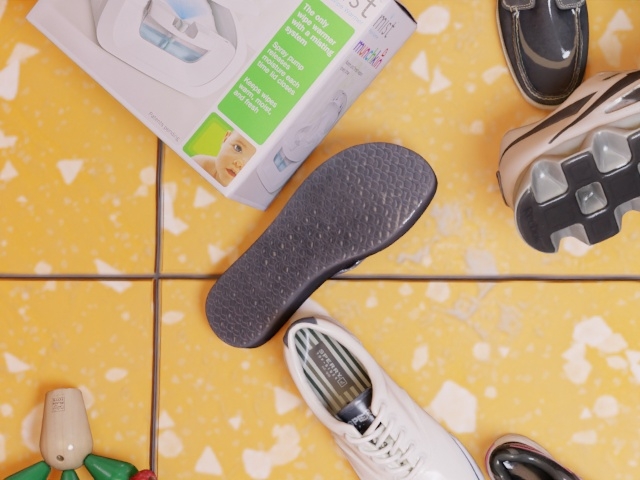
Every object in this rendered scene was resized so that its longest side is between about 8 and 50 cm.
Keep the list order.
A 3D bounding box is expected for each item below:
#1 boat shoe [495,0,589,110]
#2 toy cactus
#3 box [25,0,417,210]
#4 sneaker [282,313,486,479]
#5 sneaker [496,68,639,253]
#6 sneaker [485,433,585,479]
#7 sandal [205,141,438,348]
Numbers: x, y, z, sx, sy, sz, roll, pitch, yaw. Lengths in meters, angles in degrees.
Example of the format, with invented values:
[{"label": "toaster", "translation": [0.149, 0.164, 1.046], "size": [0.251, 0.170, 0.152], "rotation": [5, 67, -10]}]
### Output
[{"label": "boat shoe", "translation": [0.193, -0.232, 1.486], "size": [0.084, 0.079, 0.233], "rotation": [-3, 86, 11]}, {"label": "toy cactus", "translation": [-0.239, 0.227, 1.542], "size": [0.219, 0.112, 0.180], "rotation": [-13, 73, 20]}, {"label": "box", "translation": [-0.086, -0.199, 1.524], "size": [0.262, 0.127, 0.231], "rotation": [42, 97, 14]}, {"label": "sneaker", "translation": [0.050, 0.172, 1.475], "size": [0.094, 0.091, 0.258], "rotation": [-45, 77, 6]}, {"label": "sneaker", "translation": [0.303, -0.111, 1.424], "size": [0.330, 0.146, 0.122], "rotation": [-18, 125, 1]}, {"label": "sneaker", "translation": [0.214, 0.234, 1.440], "size": [0.178, 0.077, 0.072], "rotation": [28, 93, 13]}, {"label": "sandal", "translation": [-0.001, 0.000, 1.529], "size": [0.254, 0.054, 0.097], "rotation": [-38, 71, 17]}]
